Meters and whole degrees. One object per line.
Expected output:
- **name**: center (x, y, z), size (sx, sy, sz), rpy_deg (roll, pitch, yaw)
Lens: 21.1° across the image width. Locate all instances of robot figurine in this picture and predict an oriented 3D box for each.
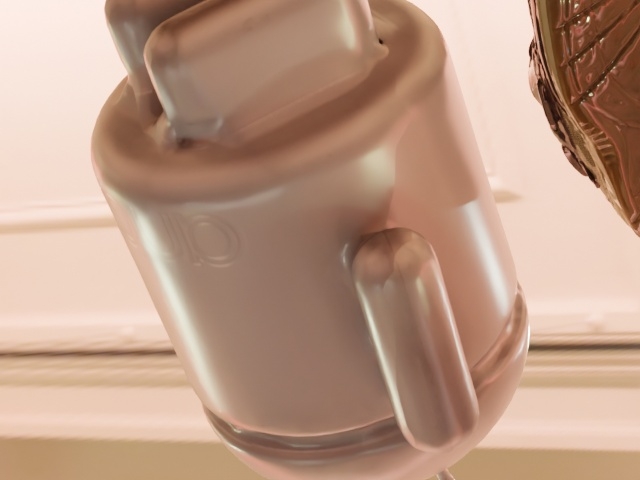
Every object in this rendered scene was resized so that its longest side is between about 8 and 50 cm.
- **robot figurine**: center (0.000, 0.000, 0.962), size (0.300, 0.200, 0.353), rpy_deg (53, -14, 57)

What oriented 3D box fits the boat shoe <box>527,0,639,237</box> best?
- **boat shoe**: center (0.143, -0.091, 0.907), size (0.080, 0.223, 0.073), rpy_deg (-42, -138, -14)
